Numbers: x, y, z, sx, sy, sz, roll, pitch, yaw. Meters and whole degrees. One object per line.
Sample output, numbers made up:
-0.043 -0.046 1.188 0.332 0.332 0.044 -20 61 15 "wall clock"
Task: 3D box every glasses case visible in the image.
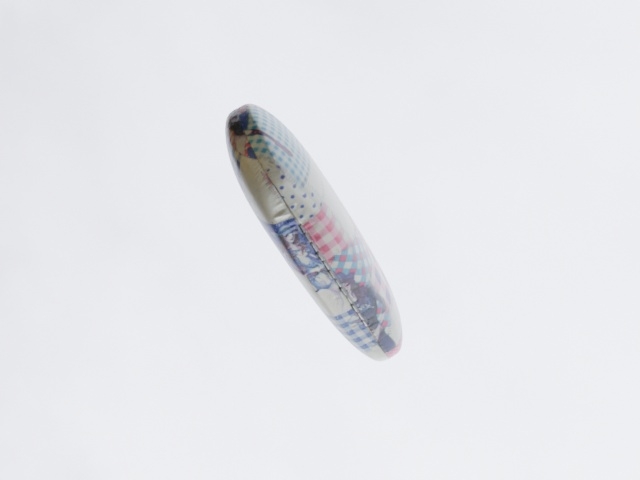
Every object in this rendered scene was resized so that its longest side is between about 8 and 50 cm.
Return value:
0.000 0.000 0.949 0.076 0.327 0.125 -30 -141 5 "glasses case"
